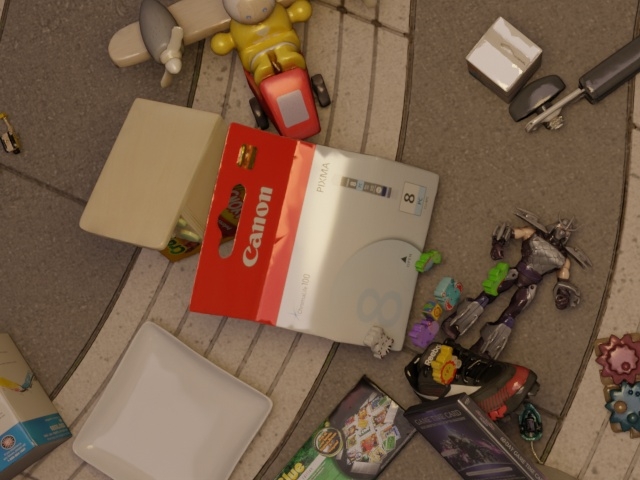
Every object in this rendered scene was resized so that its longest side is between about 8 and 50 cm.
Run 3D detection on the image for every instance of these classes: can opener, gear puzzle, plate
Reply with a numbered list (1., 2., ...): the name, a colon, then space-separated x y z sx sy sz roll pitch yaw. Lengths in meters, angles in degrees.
1. can opener: 0.446 -0.270 1.873 0.280 0.074 0.093 -31 82 8
2. gear puzzle: 0.626 0.216 1.834 0.339 0.044 0.175 -11 86 10
3. plate: -0.259 0.326 1.999 0.277 0.045 0.278 31 93 10

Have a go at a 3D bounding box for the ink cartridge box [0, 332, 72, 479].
1. ink cartridge box: -0.593 0.303 2.000 0.171 0.168 0.233 -35 82 7

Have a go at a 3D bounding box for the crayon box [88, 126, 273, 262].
1. crayon box: -0.203 -0.063 1.921 0.318 0.202 0.081 -21 66 10

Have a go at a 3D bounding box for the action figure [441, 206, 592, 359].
1. action figure: 0.330 0.071 1.866 0.185 0.099 0.285 39 98 3

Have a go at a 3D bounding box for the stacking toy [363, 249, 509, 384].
1. stacking toy: 0.189 0.116 1.816 0.167 0.052 0.221 14 63 46

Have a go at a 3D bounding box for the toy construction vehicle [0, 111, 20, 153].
1. toy construction vehicle: -0.597 -0.176 2.093 0.086 0.035 0.098 -29 80 19

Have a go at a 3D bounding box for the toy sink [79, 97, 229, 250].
1. toy sink: -0.242 -0.080 1.756 0.153 0.131 0.234 13 70 22

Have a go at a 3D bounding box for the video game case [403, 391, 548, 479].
1. video game case: 0.270 0.357 1.801 0.274 0.196 0.026 48 64 -4

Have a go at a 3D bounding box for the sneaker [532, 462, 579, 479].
1. sneaker: 0.414 0.444 1.855 0.212 0.080 0.094 25 104 10

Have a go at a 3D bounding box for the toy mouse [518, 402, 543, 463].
1. toy mouse: 0.319 0.321 1.895 0.143 0.031 0.161 41 96 10

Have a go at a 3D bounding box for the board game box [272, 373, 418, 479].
1. board game box: 0.042 0.371 1.948 0.136 0.030 0.260 42 95 8

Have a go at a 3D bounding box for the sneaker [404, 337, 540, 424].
1. sneaker: 0.229 0.220 1.797 0.135 0.276 0.097 50 62 -14

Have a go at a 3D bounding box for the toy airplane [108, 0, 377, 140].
1. toy airplane: -0.112 -0.396 1.881 0.384 0.272 0.386 25 84 6

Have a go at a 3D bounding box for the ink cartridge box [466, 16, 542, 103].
1. ink cartridge box: 0.302 -0.297 1.866 0.092 0.143 0.090 40 95 10

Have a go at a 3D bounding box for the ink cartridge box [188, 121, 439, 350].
1. ink cartridge box: 0.000 0.000 1.817 0.091 0.385 0.308 14 91 53
